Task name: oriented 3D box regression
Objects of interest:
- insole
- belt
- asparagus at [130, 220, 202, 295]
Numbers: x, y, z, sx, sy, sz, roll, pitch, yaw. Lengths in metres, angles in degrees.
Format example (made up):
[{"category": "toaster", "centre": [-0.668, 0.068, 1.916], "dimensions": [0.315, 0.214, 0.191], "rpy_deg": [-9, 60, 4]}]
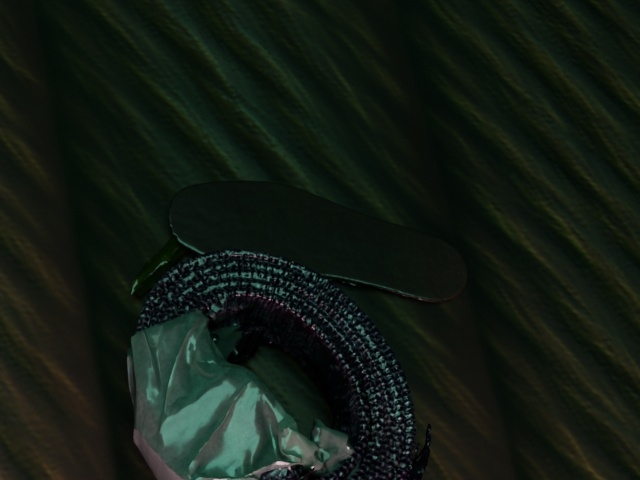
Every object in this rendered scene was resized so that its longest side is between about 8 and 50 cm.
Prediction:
[{"category": "insole", "centre": [0.000, 0.000, 1.744], "dimensions": [0.327, 0.007, 0.111], "rpy_deg": [13, 63, -8]}, {"category": "belt", "centre": [-0.053, 0.159, 1.618], "dimensions": [0.260, 0.122, 0.325], "rpy_deg": [-29, 74, -25]}, {"category": "asparagus", "centre": [-0.163, 0.020, 1.710], "dimensions": [0.025, 0.021, 0.108], "rpy_deg": [40, 65, 6]}]
